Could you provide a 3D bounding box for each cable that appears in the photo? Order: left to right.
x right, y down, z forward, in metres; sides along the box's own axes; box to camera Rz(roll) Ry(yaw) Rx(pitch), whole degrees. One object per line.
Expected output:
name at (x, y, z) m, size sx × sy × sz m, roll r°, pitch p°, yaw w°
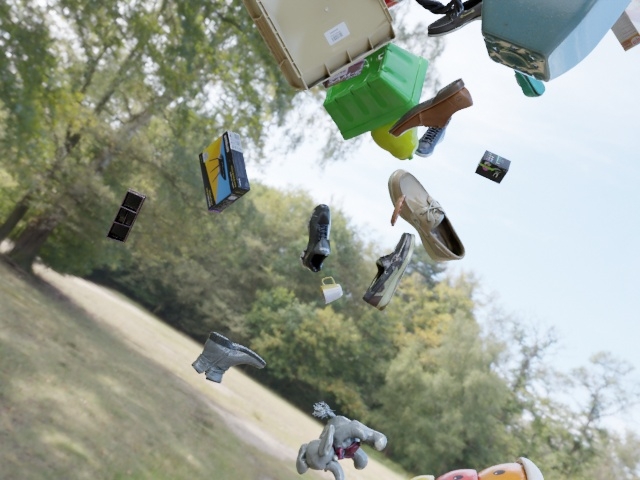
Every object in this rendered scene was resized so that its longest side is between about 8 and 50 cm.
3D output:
cable at (0.324, -0.698, 1.663) m, size 0.184 × 0.047 × 0.150 m, roll 27°, pitch -12°, yaw 41°

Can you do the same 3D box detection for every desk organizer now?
desk organizer at (-0.477, -0.059, 1.448) m, size 0.047 × 0.130 × 0.050 m, roll 25°, pitch 2°, yaw -14°

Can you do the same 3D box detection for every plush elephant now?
plush elephant at (0.053, 0.823, 2.318) m, size 0.330 × 0.255 × 0.272 m, roll 40°, pitch -44°, yaw 4°

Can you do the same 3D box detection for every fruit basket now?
fruit basket at (0.241, -0.478, 2.140) m, size 0.392 × 0.282 × 0.392 m, roll 13°, pitch -26°, yaw 6°

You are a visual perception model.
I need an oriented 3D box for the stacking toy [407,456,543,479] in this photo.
stacking toy at (0.282, 0.683, 1.416) m, size 0.480 × 0.350 × 0.350 m, roll 3°, pitch -18°, yaw 9°

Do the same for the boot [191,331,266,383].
boot at (-0.338, 0.454, 2.170) m, size 0.247 × 0.161 × 0.083 m, roll 30°, pitch -9°, yaw -14°

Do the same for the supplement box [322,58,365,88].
supplement box at (0.014, -0.583, 1.763) m, size 0.239 × 0.130 × 0.073 m, roll 59°, pitch -17°, yaw 16°

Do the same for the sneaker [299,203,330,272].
sneaker at (0.000, 0.000, 1.905) m, size 0.078 × 0.234 × 0.106 m, roll 5°, pitch 21°, yaw -29°

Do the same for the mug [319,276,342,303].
mug at (0.035, 0.164, 1.939) m, size 0.062 × 0.064 × 0.078 m, roll -132°, pitch -152°, yaw -68°

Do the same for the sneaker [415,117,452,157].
sneaker at (0.428, -0.424, 2.249) m, size 0.086 × 0.226 × 0.163 m, roll 27°, pitch -44°, yaw 15°

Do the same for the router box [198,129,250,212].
router box at (-0.257, -0.181, 1.573) m, size 0.133 × 0.178 × 0.046 m, roll -32°, pitch -30°, yaw 34°

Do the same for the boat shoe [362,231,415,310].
boat shoe at (0.177, 0.070, 1.531) m, size 0.073 × 0.223 × 0.080 m, roll 27°, pitch -13°, yaw -6°

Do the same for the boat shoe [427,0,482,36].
boat shoe at (0.423, -0.684, 1.779) m, size 0.081 × 0.228 × 0.068 m, roll -104°, pitch 170°, yaw -51°

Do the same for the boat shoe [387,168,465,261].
boat shoe at (0.291, -0.067, 1.586) m, size 0.302 × 0.109 × 0.098 m, roll 56°, pitch -24°, yaw -19°

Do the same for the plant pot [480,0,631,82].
plant pot at (0.466, -0.483, 1.224) m, size 0.248 × 0.252 × 0.247 m, roll 33°, pitch 6°, yaw 24°

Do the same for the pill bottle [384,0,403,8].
pill bottle at (0.271, -0.882, 1.845) m, size 0.229 × 0.229 × 0.408 m, roll 39°, pitch -25°, yaw -29°

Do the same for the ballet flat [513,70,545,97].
ballet flat at (0.710, -0.614, 2.106) m, size 0.247 × 0.083 × 0.087 m, roll 58°, pitch -23°, yaw -13°

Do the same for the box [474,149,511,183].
box at (0.514, -0.219, 1.764) m, size 0.083 × 0.052 × 0.062 m, roll 25°, pitch -41°, yaw 5°

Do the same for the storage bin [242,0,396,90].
storage bin at (-0.001, -0.515, 1.348) m, size 0.260 × 0.262 × 0.123 m, roll 60°, pitch -7°, yaw -17°

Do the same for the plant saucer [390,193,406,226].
plant saucer at (0.188, -0.074, 1.444) m, size 0.013 × 0.083 × 0.083 m, roll 22°, pitch -14°, yaw 10°

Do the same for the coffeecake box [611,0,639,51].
coffeecake box at (0.831, -0.624, 1.579) m, size 0.185 × 0.142 × 0.068 m, roll 56°, pitch -20°, yaw -3°

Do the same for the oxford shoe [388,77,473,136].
oxford shoe at (0.241, -0.273, 1.311) m, size 0.212 × 0.076 × 0.076 m, roll -24°, pitch -69°, yaw 42°
